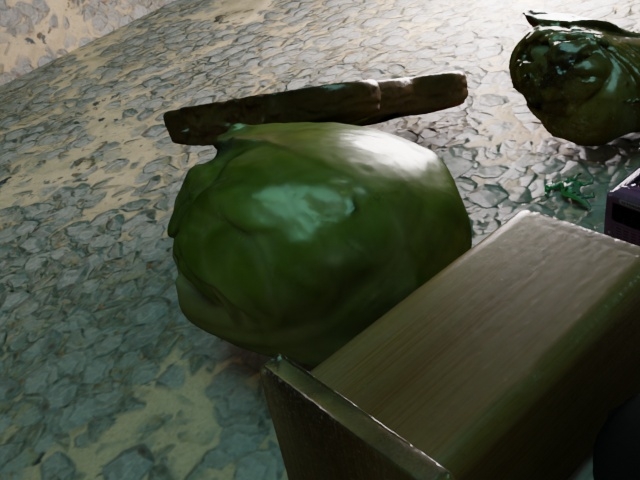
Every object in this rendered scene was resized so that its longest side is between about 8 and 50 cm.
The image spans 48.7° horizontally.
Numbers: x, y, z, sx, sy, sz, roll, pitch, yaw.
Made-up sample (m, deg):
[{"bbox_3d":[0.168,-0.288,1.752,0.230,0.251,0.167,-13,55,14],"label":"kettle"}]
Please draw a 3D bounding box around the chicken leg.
[{"bbox_3d":[0.456,-0.202,0.907,0.428,0.153,0.201,9,51,23],"label":"chicken leg"}]

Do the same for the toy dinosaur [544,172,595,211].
[{"bbox_3d":[0.309,-0.060,0.883,0.062,0.021,0.083,-6,32,30],"label":"toy dinosaur"}]

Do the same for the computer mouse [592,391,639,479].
[{"bbox_3d":[0.298,0.109,0.414,0.264,0.088,0.147,-14,38,4],"label":"computer mouse"}]

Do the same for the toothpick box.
[{"bbox_3d":[0.135,0.123,0.582,0.308,0.190,0.187,-33,36,-28],"label":"toothpick box"}]

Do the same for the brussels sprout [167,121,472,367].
[{"bbox_3d":[0.000,0.000,0.758,0.327,0.247,0.328,-6,20,2],"label":"brussels sprout"}]

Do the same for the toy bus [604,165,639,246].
[{"bbox_3d":[0.393,-0.053,0.765,0.178,0.098,0.086,-34,37,-22],"label":"toy bus"}]

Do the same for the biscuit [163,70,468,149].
[{"bbox_3d":[-0.012,-0.184,1.042,0.368,0.077,0.394,-1,13,37],"label":"biscuit"}]
